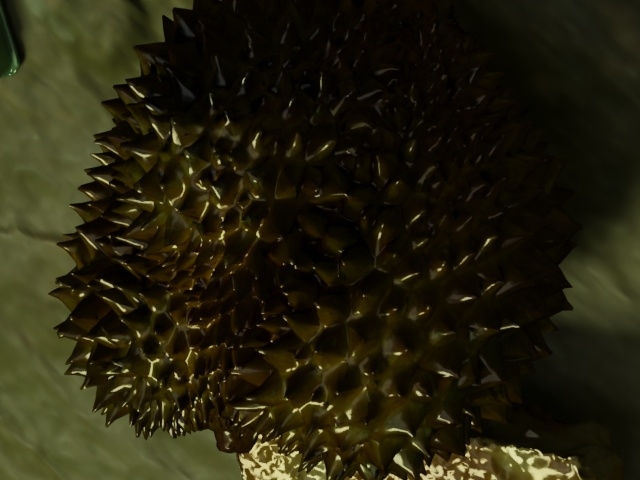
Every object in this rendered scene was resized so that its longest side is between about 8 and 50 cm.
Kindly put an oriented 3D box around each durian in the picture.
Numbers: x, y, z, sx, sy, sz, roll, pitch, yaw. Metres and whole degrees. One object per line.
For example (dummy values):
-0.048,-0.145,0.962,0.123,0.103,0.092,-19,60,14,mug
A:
0.000,0.000,0.585,0.158,0.137,0.168,20,110,4,durian

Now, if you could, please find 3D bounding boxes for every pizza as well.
0.029,0.091,0.664,0.175,0.046,0.134,-34,97,37,pizza

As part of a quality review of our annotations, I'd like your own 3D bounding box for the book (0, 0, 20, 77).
-0.178,-0.095,0.698,0.135,0.017,0.103,-3,113,30,book
